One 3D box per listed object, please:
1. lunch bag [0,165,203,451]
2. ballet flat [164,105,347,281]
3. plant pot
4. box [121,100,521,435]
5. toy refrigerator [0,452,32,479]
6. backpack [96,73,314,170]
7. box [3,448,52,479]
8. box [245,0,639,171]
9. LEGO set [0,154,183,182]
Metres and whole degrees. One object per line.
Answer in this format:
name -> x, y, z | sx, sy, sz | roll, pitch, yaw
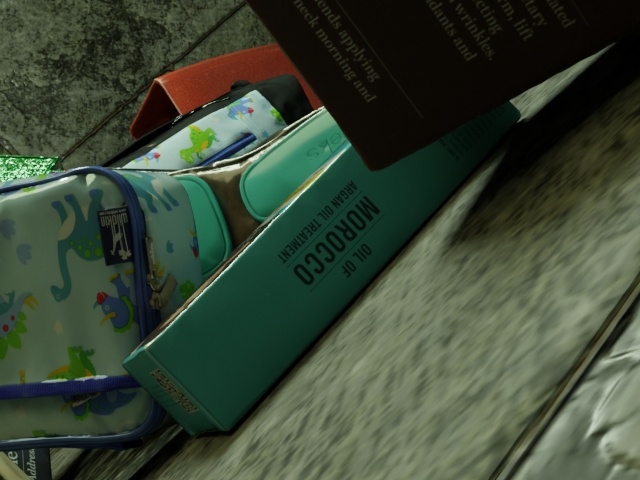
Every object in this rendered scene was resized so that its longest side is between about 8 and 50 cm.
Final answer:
lunch bag -> -0.178, 0.049, 0.716 | 0.218, 0.176, 0.090 | -6, 1, 24
ballet flat -> -0.050, -0.013, 0.782 | 0.280, 0.095, 0.096 | -21, -23, 13
plant pot -> -0.095, -0.141, 1.657 | 0.235, 0.267, 0.267 | -33, 0, -21
box -> 0.000, 0.000, 0.630 | 0.244, 0.060, 0.100 | -46, 5, -20
toy refrigerator -> -0.238, 0.200, 0.730 | 0.102, 0.094, 0.269 | -46, 4, -11
backpack -> -0.177, -0.006, 1.283 | 0.355, 0.273, 0.290 | -20, -10, -39
box -> -0.441, 0.112, 1.054 | 0.179, 0.312, 0.343 | -41, 51, 38
box -> 0.070, -0.172, 0.512 | 0.203, 0.168, 0.167 | -27, 22, 27
LEGO set -> -0.211, 0.066, 0.958 | 0.331, 0.192, 0.255 | -3, 43, 15
